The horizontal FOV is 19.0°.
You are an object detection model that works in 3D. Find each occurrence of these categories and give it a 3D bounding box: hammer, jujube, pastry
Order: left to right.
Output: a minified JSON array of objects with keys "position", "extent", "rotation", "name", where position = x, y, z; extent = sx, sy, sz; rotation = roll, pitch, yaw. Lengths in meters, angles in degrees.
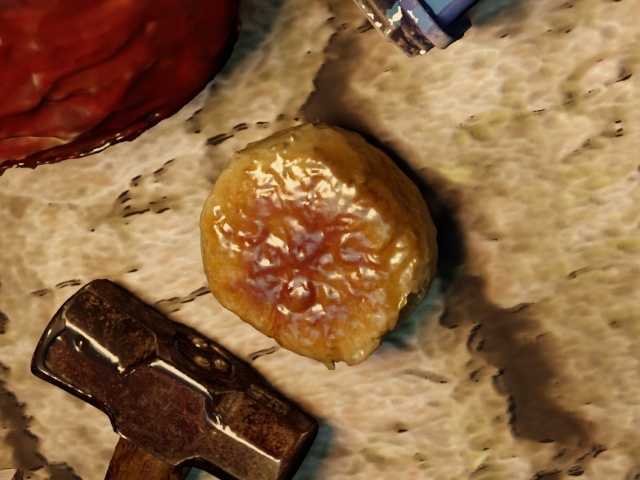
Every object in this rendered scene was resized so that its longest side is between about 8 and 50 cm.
[{"position":[-0.229,-0.172,1.439],"extent":[0.377,0.258,0.258],"rotation":[-27,99,-23],"name":"jujube"},{"position":[-0.180,0.253,1.694],"extent":[0.242,0.095,0.408],"rotation":[29,116,7],"name":"hammer"},{"position":[0.000,0.000,1.553],"extent":[0.192,0.093,0.182],"rotation":[35,115,3],"name":"pastry"}]

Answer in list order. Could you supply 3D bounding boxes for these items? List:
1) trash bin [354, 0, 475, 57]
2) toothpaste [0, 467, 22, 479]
[{"position":[0.109,-0.270,1.416],"extent":[0.234,0.162,0.184],"rotation":[-38,93,17],"name":"trash bin"},{"position":[-0.365,0.243,1.758],"extent":[0.196,0.040,0.047],"rotation":[-6,106,17],"name":"toothpaste"}]
